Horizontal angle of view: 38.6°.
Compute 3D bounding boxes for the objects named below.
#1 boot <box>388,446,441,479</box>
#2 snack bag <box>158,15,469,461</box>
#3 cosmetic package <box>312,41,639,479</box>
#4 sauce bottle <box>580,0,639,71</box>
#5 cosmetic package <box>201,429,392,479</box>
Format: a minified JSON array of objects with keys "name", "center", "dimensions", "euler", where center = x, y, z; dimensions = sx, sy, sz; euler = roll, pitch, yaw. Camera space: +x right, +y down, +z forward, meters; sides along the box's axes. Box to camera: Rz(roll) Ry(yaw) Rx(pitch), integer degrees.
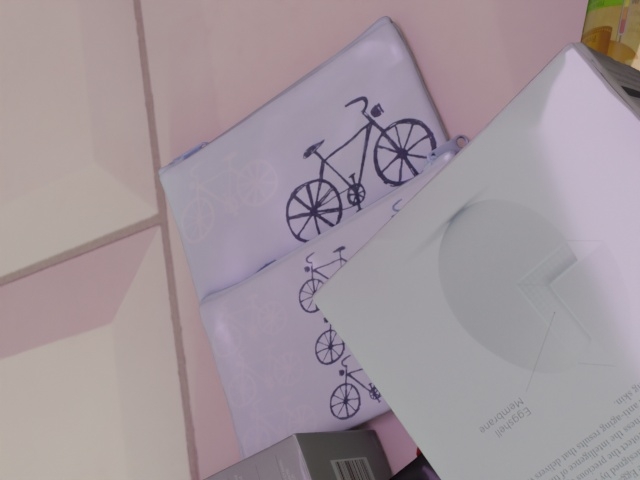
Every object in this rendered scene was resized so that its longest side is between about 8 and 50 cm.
[{"name":"boot","center":[0.159,0.196,0.673],"dimensions":[0.244,0.088,0.176],"euler":[-31,65,31]},{"name":"snack bag","center":[0.000,0.000,0.839],"dimensions":[0.323,0.037,0.342],"euler":[-30,67,28]},{"name":"cosmetic package","center":[0.159,0.048,0.542],"dimensions":[0.224,0.138,0.224],"euler":[-45,68,27]},{"name":"sauce bottle","center":[0.221,-0.043,0.647],"dimensions":[0.111,0.111,0.344],"euler":[11,89,35]},{"name":"cosmetic package","center":[-0.059,0.251,0.788],"dimensions":[0.238,0.127,0.107],"euler":[-35,64,27]}]
